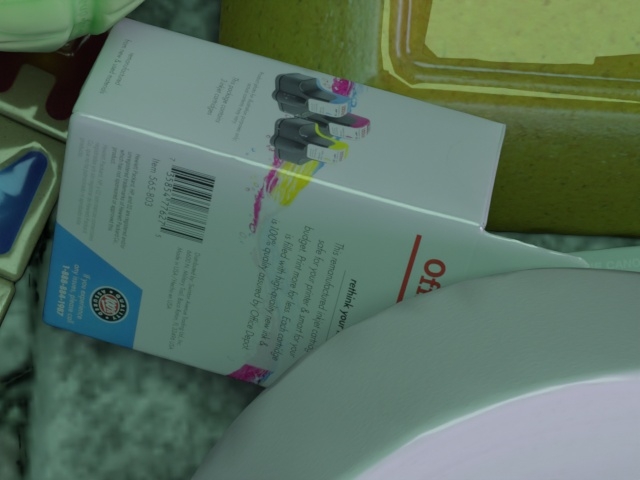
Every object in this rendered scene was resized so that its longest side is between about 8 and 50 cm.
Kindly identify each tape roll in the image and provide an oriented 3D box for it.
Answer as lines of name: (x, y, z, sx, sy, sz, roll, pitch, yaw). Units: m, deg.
tape roll: (0.084, 0.155, 0.629, 0.286, 0.100, 0.286, -2, 107, -8)

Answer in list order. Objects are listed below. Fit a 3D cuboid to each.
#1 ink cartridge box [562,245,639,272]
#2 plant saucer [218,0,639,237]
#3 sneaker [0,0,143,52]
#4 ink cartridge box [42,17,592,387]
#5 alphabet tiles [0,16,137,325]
ink cartridge box: (0.080, 0.095, 0.741, 0.145, 0.045, 0.179, -5, 63, -9)
plant saucer: (0.135, -0.162, 0.726, 0.332, 0.081, 0.333, 3, 95, -8)
sneaker: (-0.182, -0.290, 0.664, 0.185, 0.202, 0.483, -16, 93, -14)
ink cartridge box: (0.000, 0.000, 0.690, 0.181, 0.104, 0.062, 16, 43, 1)
alphabet tiles: (-0.243, -0.041, 0.725, 0.285, 0.011, 0.343, 24, 77, -3)
